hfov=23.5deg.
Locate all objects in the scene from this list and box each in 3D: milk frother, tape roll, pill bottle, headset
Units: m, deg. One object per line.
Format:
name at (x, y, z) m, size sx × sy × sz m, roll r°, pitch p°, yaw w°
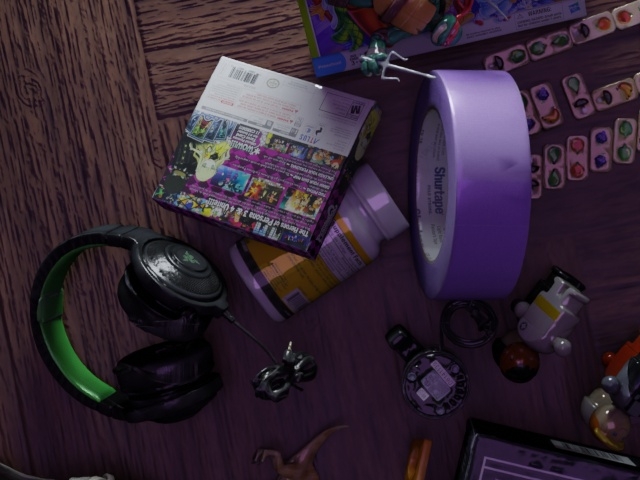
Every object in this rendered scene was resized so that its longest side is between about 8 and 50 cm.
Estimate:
milk frother at (0.161, 0.143, 1.912) m, size 0.143 × 0.135 × 0.129 m, roll -23°, pitch 89°, yaw 3°
tape roll at (0.173, -0.066, 1.832) m, size 0.090 × 0.275 × 0.274 m, roll 1°, pitch 91°, yaw -8°
pill bottle at (0.000, 0.000, 1.927) m, size 0.208 × 0.119 × 0.119 m, roll -34°, pitch 89°, yaw 3°
headset at (-0.194, 0.122, 1.880) m, size 0.394 × 0.185 × 0.243 m, roll 11°, pitch 108°, yaw 21°

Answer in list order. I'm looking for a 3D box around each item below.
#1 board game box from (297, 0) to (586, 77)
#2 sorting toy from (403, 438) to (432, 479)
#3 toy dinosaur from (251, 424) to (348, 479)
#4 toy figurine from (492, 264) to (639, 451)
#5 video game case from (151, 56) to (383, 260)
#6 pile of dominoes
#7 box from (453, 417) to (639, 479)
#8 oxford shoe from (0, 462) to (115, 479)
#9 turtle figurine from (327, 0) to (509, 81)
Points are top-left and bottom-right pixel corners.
board game box at (0.135, -0.350, 1.870) m, size 0.347 × 0.078 × 0.233 m, roll -13°, pitch 130°, yaw 4°
sorting toy at (0.107, 0.417, 1.894) m, size 0.047 × 0.196 × 0.347 m, roll 14°, pitch 92°, yaw -9°
toy dinosaur at (-0.040, 0.296, 1.977) m, size 0.093 × 0.053 × 0.183 m, roll 24°, pitch 100°, yaw -13°
toy figurine at (0.316, 0.147, 1.867) m, size 0.213 × 0.209 × 0.148 m, roll 36°, pitch 98°, yaw 3°
video game case at (-0.066, -0.105, 1.903) m, size 0.232 × 0.042 × 0.210 m, roll 18°, pitch 76°, yaw 26°
pile of dominoes at (0.338, -0.179, 1.944) m, size 0.251 × 0.040 × 0.196 m, roll -20°, pitch 89°, yaw 4°
box at (0.292, 0.398, 1.883) m, size 0.296 × 0.183 × 0.294 m, roll 14°, pitch 90°, yaw 3°
oxford shoe at (-0.251, 0.364, 1.930) m, size 0.449 × 0.169 × 0.130 m, roll 9°, pitch 90°, yaw 8°
turtle figurine at (0.091, -0.276, 1.799) m, size 0.234 × 0.118 × 0.175 m, roll 30°, pitch 104°, yaw -8°
